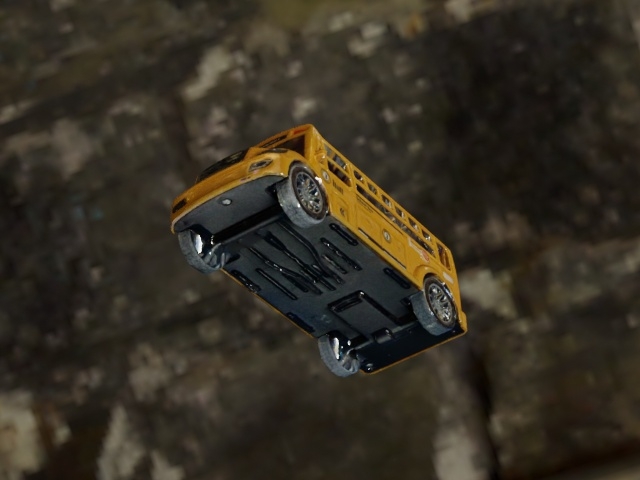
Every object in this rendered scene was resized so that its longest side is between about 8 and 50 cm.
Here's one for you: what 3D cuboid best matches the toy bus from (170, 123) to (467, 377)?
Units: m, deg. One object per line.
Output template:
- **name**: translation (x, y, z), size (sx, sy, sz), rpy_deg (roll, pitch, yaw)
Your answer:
- **toy bus**: translation (0.000, 0.000, 1.082), size (0.083, 0.088, 0.194), rpy_deg (-25, 136, 27)
